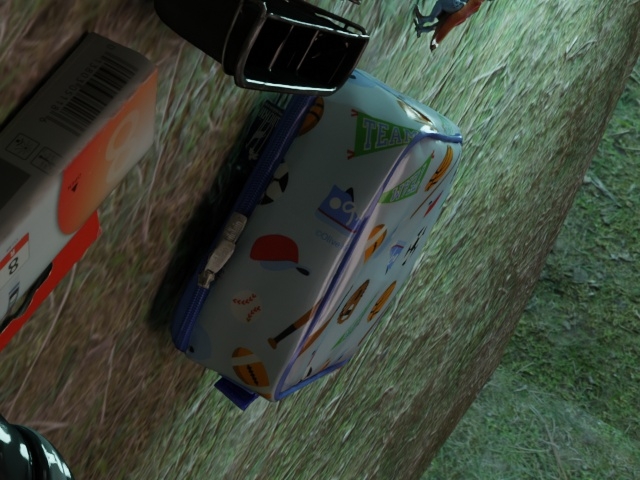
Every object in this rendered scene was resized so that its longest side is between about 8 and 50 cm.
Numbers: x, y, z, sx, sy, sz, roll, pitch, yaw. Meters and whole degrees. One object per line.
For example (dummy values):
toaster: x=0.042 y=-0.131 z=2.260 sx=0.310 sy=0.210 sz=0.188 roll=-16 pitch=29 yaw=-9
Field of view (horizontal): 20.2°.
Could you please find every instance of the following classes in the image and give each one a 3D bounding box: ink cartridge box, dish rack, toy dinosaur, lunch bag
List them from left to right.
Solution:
ink cartridge box: x=-0.138 y=0.004 z=0.897 sx=0.145 sy=0.045 sz=0.179 roll=-53 pitch=163 yaw=-30
lunch bag: x=0.000 y=0.000 z=1.296 sx=0.243 sy=0.115 sz=0.303 roll=-60 pitch=169 yaw=7
dish rack: x=0.014 y=-0.214 z=0.954 sx=0.271 sy=0.074 sz=0.208 roll=-64 pitch=169 yaw=10
toy dinosaur: x=0.116 y=-0.184 z=1.449 sx=0.082 sy=0.090 sz=0.047 roll=-15 pitch=145 yaw=-4

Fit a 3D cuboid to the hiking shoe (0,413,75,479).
hiking shoe: x=-0.246 y=0.179 z=0.778 sx=0.304 sy=0.113 sz=0.132 roll=-52 pitch=136 yaw=-13
